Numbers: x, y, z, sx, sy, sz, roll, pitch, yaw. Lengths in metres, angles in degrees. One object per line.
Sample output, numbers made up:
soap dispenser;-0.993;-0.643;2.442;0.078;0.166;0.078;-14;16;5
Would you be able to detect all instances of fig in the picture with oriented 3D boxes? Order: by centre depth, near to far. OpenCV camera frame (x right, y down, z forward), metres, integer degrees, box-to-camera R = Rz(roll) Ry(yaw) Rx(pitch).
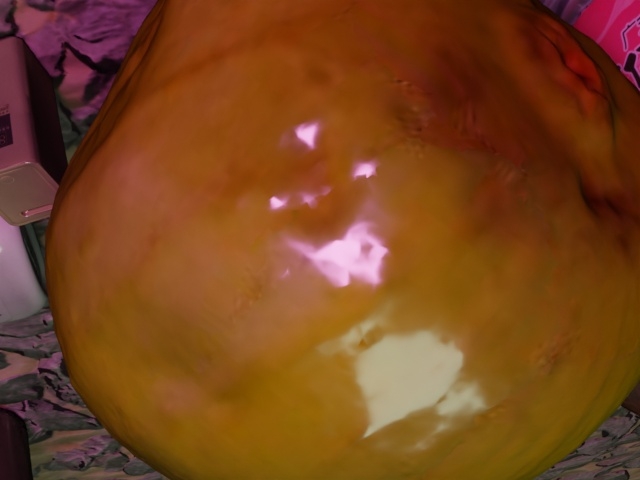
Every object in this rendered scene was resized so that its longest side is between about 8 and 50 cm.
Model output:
fig;0.009;0.007;0.675;0.343;0.343;0.343;-10;152;-6

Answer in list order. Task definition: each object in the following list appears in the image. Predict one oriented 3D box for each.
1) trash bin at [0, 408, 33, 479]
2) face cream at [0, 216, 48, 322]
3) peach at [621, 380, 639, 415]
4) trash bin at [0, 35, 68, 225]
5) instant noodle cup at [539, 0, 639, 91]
trash bin;-0.350;0.316;1.131;0.203;0.301;0.252;9;142;-35
face cream;-0.341;0.034;0.854;0.291;0.071;0.144;-12;152;-5
peach;0.306;0.036;0.977;0.252;0.252;0.252;-10;152;-6
trash bin;-0.177;-0.064;0.723;0.043;0.092;0.061;-17;152;6
instant noodle cup;0.265;-0.090;0.771;0.258;0.181;0.302;-23;151;15
